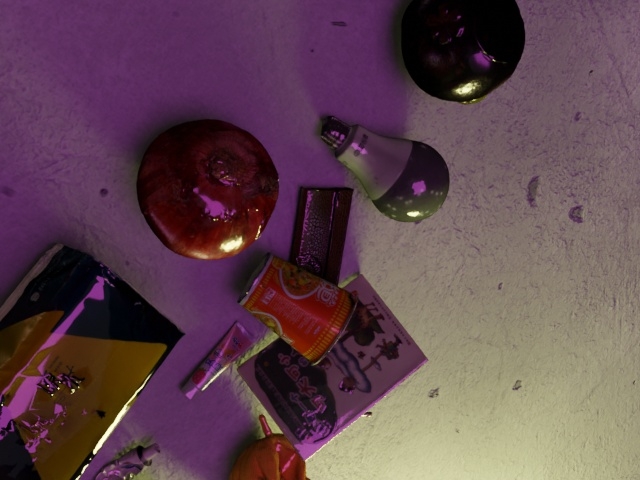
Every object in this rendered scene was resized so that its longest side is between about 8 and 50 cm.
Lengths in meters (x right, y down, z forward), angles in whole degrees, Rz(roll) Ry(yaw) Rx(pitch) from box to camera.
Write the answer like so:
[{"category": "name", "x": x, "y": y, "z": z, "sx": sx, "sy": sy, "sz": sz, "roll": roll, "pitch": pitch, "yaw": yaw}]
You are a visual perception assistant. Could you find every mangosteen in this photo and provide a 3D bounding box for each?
[{"category": "mangosteen", "x": 0.317, "y": -0.424, "z": 1.692, "sx": 0.287, "sy": 0.233, "sz": 0.288, "roll": 9, "pitch": 73, "yaw": -31}]

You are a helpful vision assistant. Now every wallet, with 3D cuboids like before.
[{"category": "wallet", "x": 0.000, "y": 0.000, "z": 1.783, "sx": 0.132, "sy": 0.039, "sz": 0.243, "roll": 1, "pitch": 107, "yaw": -30}]

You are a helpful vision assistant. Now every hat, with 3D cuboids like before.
[{"category": "hat", "x": -0.128, "y": 0.514, "z": 1.810, "sx": 0.244, "sy": 0.233, "sz": 0.233, "roll": -4, "pitch": 88, "yaw": -68}]

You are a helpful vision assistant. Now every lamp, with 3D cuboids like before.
[{"category": "lamp", "x": 0.134, "y": -0.147, "z": 1.731, "sx": 0.313, "sy": 0.182, "sz": 0.182, "roll": 15, "pitch": 99, "yaw": -21}]

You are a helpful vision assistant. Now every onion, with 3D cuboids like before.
[{"category": "onion", "x": -0.212, "y": -0.101, "z": 1.518, "sx": 0.276, "sy": 0.276, "sz": 0.276, "roll": -9, "pitch": 111, "yaw": -25}]

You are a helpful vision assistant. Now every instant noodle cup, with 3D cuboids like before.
[{"category": "instant noodle cup", "x": -0.055, "y": 0.132, "z": 1.701, "sx": 0.212, "sy": 0.193, "sz": 0.193, "roll": 33, "pitch": 90, "yaw": -8}]

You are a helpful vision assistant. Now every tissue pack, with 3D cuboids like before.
[{"category": "tissue pack", "x": -0.491, "y": 0.245, "z": 1.443, "sx": 0.416, "sy": 0.253, "sz": 0.264, "roll": -54, "pitch": 126, "yaw": -17}]

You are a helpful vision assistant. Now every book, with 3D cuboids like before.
[{"category": "book", "x": 0.030, "y": 0.283, "z": 1.813, "sx": 0.371, "sy": 0.043, "sz": 0.260, "roll": -37, "pitch": 85, "yaw": -14}]

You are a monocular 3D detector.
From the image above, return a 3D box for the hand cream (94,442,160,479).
[{"category": "hand cream", "x": -0.451, "y": 0.527, "z": 1.722, "sx": 0.257, "sy": 0.050, "sz": 0.084, "roll": -43, "pitch": 120, "yaw": 0}]

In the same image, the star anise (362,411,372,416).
[{"category": "star anise", "x": 0.048, "y": 0.332, "z": 1.933, "sx": 0.227, "sy": 0.218, "sz": 0.148, "roll": 103, "pitch": 14, "yaw": -57}]

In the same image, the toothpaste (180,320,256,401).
[{"category": "toothpaste", "x": -0.228, "y": 0.271, "z": 1.758, "sx": 0.194, "sy": 0.043, "sz": 0.067, "roll": -48, "pitch": 118, "yaw": -12}]
